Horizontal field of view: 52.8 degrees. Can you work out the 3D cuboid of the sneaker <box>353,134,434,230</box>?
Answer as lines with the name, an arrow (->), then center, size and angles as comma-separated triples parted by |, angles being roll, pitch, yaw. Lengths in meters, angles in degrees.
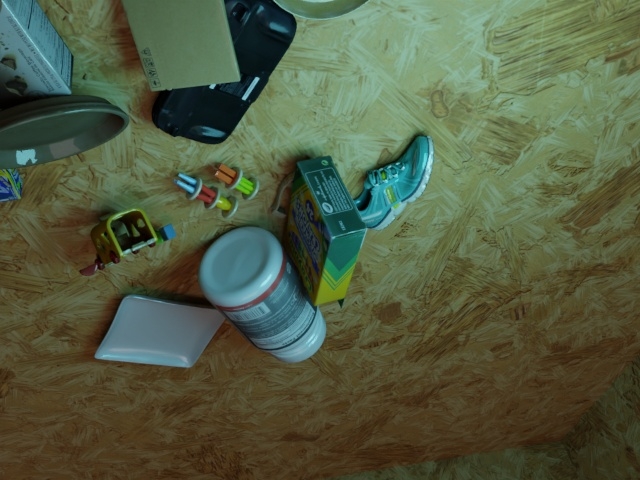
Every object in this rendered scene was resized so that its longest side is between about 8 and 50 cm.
sneaker -> 0.156, -0.126, 1.440 | 0.110, 0.107, 0.275 | 21, 128, -23

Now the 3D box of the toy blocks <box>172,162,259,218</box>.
toy blocks -> -0.222, -0.118, 1.358 | 0.123, 0.054, 0.148 | -38, 135, 25

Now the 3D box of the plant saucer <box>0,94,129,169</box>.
plant saucer -> -0.470, -0.186, 1.105 | 0.277, 0.041, 0.278 | -18, 180, 0

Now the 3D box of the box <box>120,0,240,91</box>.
box -> -0.230, -0.348, 1.058 | 0.164, 0.021, 0.201 | -4, 128, 8

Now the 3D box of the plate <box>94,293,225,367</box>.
plate -> -0.423, 0.236, 1.706 | 0.277, 0.045, 0.278 | 13, 132, -29

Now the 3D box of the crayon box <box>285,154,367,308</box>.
crayon box -> 0.000, 0.000, 1.414 | 0.083, 0.203, 0.323 | -14, 148, -17

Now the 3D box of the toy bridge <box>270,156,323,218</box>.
toy bridge -> -0.050, -0.123, 1.430 | 0.063, 0.026, 0.188 | 24, 126, -37

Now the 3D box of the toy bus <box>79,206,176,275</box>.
toy bus -> -0.434, -0.008, 1.375 | 0.202, 0.191, 0.104 | -23, 96, 7

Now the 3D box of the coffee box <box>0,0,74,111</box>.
coffee box -> -0.524, -0.334, 0.963 | 0.168, 0.119, 0.297 | -19, 140, 3

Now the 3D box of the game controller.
game controller -> -0.177, -0.302, 1.170 | 0.166, 0.067, 0.319 | 4, 138, -43

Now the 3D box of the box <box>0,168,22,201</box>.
box -> -0.614, -0.148, 1.197 | 0.059, 0.054, 0.169 | -10, 139, -7

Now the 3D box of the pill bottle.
pill bottle -> -0.127, 0.146, 1.571 | 0.210, 0.210, 0.363 | -22, 140, 8

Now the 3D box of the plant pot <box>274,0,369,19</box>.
plant pot -> 0.009, -0.473, 1.044 | 0.236, 0.032, 0.236 | -9, 139, -8
